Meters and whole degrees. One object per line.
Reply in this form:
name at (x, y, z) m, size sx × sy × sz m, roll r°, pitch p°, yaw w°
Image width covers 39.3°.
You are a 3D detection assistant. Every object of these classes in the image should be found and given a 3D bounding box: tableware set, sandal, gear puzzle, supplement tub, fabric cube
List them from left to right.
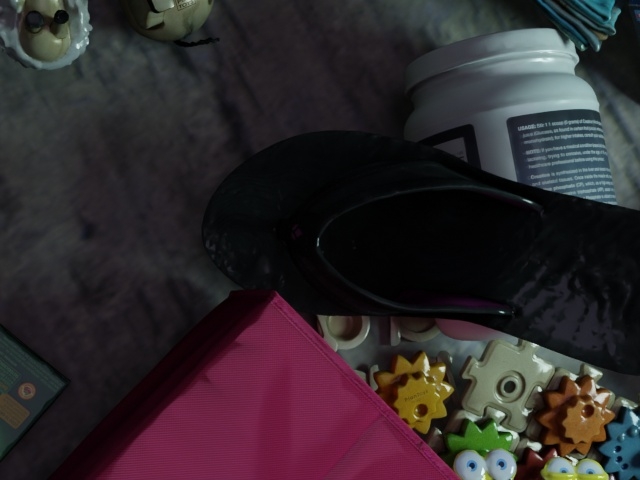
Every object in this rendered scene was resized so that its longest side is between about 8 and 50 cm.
fabric cube at (-0.061, 0.219, 0.745) m, size 0.259 × 0.254 × 0.258 m, roll 46°, pitch 78°, yaw -6°
tableware set at (0.067, 0.117, 0.914) m, size 0.169 × 0.020 × 0.141 m, roll -11°, pitch 86°, yaw -14°
sandal at (0.101, 0.001, 0.742) m, size 0.446 × 0.107 × 0.167 m, roll 10°, pitch 92°, yaw 16°
supplement tub at (0.186, -0.048, 0.874) m, size 0.191 × 0.191 × 0.272 m, roll -8°, pitch 86°, yaw -14°
gear puzzle at (0.201, 0.190, 0.884) m, size 0.339 × 0.044 × 0.175 m, roll 26°, pitch 92°, yaw -17°

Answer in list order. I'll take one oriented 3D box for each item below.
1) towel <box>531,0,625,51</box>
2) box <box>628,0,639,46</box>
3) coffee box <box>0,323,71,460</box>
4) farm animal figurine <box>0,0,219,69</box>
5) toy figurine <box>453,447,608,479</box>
towel at (0.233, -0.373, 0.918) m, size 0.271 × 0.040 × 0.370 m, roll 41°, pitch 47°, yaw -7°
box at (0.385, -0.248, 0.942) m, size 0.044 × 0.233 × 0.159 m, roll 14°, pitch 77°, yaw 31°
coffee box at (-0.329, 0.163, 0.801) m, size 0.113 × 0.040 × 0.184 m, roll 40°, pitch 76°, yaw -6°
farm animal figurine at (-0.165, -0.337, 0.848) m, size 0.330 × 0.172 × 0.326 m, roll -12°, pitch 98°, yaw -22°
toy figurine at (0.271, 0.338, 0.807) m, size 0.363 × 0.217 × 0.191 m, roll 10°, pitch 106°, yaw -13°
